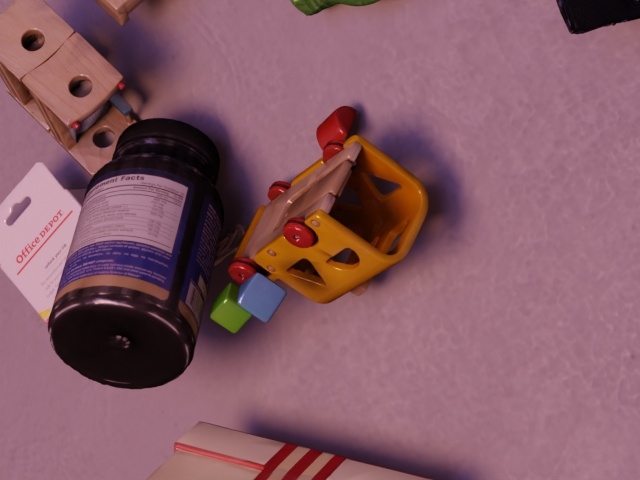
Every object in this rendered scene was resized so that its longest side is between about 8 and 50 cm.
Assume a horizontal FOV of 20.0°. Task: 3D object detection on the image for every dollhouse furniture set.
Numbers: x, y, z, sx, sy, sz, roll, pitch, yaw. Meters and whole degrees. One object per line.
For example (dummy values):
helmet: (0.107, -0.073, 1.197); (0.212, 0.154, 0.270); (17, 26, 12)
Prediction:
dollhouse furniture set: (-0.183, -0.176, 1.609); (0.184, 0.129, 0.129); (-43, 74, -10)

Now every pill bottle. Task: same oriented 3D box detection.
pill bottle: (-0.148, 0.006, 1.531); (0.123, 0.123, 0.219); (-13, 45, 25)

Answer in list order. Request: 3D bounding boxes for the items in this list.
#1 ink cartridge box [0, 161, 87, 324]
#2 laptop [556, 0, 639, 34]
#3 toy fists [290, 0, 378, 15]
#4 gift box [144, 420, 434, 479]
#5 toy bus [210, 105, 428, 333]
ink cartridge box: (-0.215, 0.025, 1.647); (0.104, 0.061, 0.181); (-46, 75, 19)
laptop: (0.282, -0.306, 1.357); (0.136, 0.264, 0.234); (-31, 77, 60)
toy fists: (0.003, -0.331, 1.509); (0.142, 0.096, 0.279); (-22, 82, 23)
gift box: (-0.055, 0.322, 1.491); (0.255, 0.258, 0.276); (16, 119, 21)
toy bus: (0.004, 0.000, 1.518); (0.104, 0.202, 0.191); (36, 103, -14)
